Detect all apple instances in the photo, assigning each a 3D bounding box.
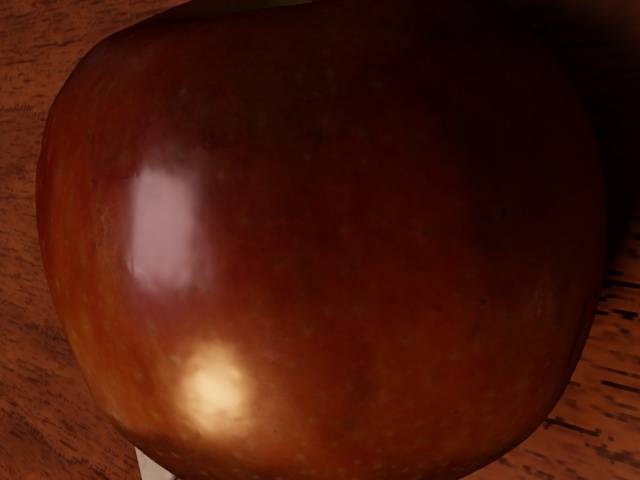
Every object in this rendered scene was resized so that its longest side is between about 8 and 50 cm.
[{"bbox_3d":[0.000,0.000,0.533,0.230,0.230,0.230,15,107,59],"label":"apple"}]

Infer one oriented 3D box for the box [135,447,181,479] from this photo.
[{"bbox_3d":[-0.037,0.033,0.684,0.099,0.133,0.182,-49,51,52],"label":"box"}]
